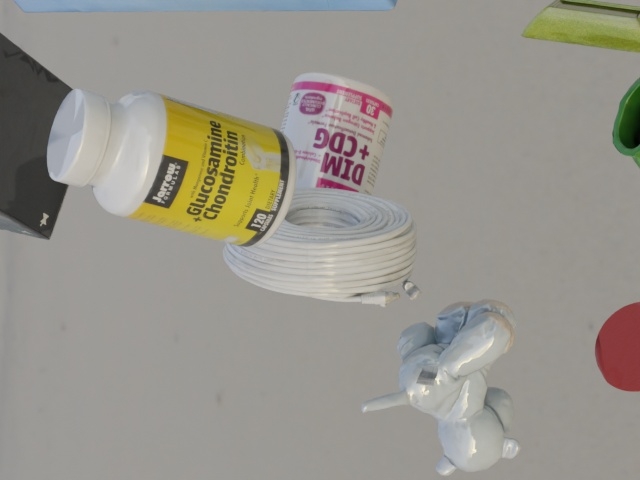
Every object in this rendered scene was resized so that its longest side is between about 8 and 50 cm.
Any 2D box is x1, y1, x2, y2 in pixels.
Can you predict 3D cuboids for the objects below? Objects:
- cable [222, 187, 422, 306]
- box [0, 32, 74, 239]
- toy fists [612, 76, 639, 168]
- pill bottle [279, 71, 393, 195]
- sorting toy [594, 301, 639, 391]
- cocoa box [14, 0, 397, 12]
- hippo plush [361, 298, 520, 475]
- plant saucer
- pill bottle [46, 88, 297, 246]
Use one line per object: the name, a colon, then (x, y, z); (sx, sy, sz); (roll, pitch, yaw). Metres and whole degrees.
cable: (0.000, 0.000, 1.869); (0.257, 0.257, 0.089); (-99, 12, -70)
box: (-0.485, -0.156, 1.579); (0.343, 0.313, 0.178); (40, -116, -62)
toy fists: (0.448, -0.205, 1.697); (0.096, 0.142, 0.279); (20, 93, 60)
pill bottle: (0.002, -0.095, 2.123); (0.160, 0.160, 0.283); (-7, 67, 69)
sorting toy: (0.524, 0.089, 1.756); (0.366, 0.126, 0.127); (-35, 47, 15)
cocoa box: (-0.105, -0.317, 1.019); (0.231, 0.347, 0.228); (50, -128, -51)
hippo plush: (0.252, 0.252, 2.316); (0.236, 0.234, 0.294); (58, -155, -13)
plant saucer: (0.399, -0.317, 2.051); (0.188, 0.188, 0.045); (-42, -40, -67)
pill bottle: (-0.119, -0.061, 1.135); (0.103, 0.184, 0.103); (-31, 52, 51)
